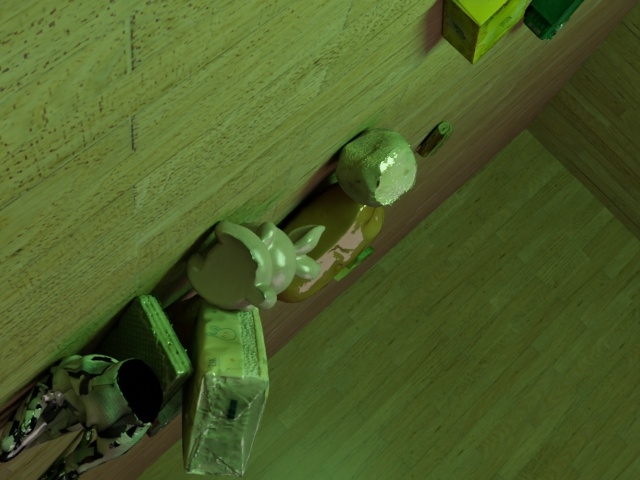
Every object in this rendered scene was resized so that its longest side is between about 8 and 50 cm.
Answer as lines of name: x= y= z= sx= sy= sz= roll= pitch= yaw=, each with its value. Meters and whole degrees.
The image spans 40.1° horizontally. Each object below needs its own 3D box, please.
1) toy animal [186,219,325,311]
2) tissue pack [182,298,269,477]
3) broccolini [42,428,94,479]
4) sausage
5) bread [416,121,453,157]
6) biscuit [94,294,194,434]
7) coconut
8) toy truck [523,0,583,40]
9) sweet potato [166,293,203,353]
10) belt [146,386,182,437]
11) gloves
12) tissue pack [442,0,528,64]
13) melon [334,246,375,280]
toy animal: x=-0.079 y=0.028 z=1.139 sx=0.124 sy=0.124 sz=0.212 roll=-46 pitch=167 yaw=20
tissue pack: x=-0.124 y=0.177 z=1.101 sx=0.196 sy=0.092 sz=0.148 roll=-106 pitch=-152 yaw=-67
broccolini: x=-0.447 y=0.387 z=1.561 sx=0.201 sy=0.058 sz=0.074 roll=-65 pitch=178 yaw=27
sausage: x=0.000 y=0.000 z=1.390 sx=0.241 sy=0.120 sz=0.136 roll=-42 pitch=161 yaw=-3
bread: x=0.240 y=-0.209 z=1.829 sx=0.047 sy=0.036 sz=0.083 roll=-41 pitch=175 yaw=-43
biscuit: x=-0.235 y=0.169 z=1.083 sx=0.041 sy=0.121 sz=0.199 roll=-6 pitch=145 yaw=-47
coconut: x=0.090 y=-0.109 z=1.280 sx=0.124 sy=0.110 sz=0.110 roll=-35 pitch=170 yaw=-26
toy truck: x=0.407 y=-0.406 z=1.482 sx=0.079 sy=0.065 sz=0.147 roll=-34 pitch=169 yaw=-39
sweet potato: x=-0.198 y=0.140 z=1.225 sx=0.252 sy=0.097 sz=0.097 roll=-40 pitch=172 yaw=-12
belt: x=-0.325 y=0.363 z=1.976 sx=0.232 sy=0.053 sz=0.071 roll=-46 pitch=172 yaw=21
gloves: x=-0.288 y=0.204 z=1.029 sx=0.212 sy=0.127 sz=0.111 roll=-17 pitch=-130 yaw=30
tissue pack: x=0.205 y=-0.287 z=1.075 sx=0.095 sy=0.062 sz=0.176 roll=-44 pitch=174 yaw=2
melon: x=0.078 y=0.048 z=2.328 sx=0.118 sy=0.064 sz=0.209 roll=-40 pitch=174 yaw=-33
